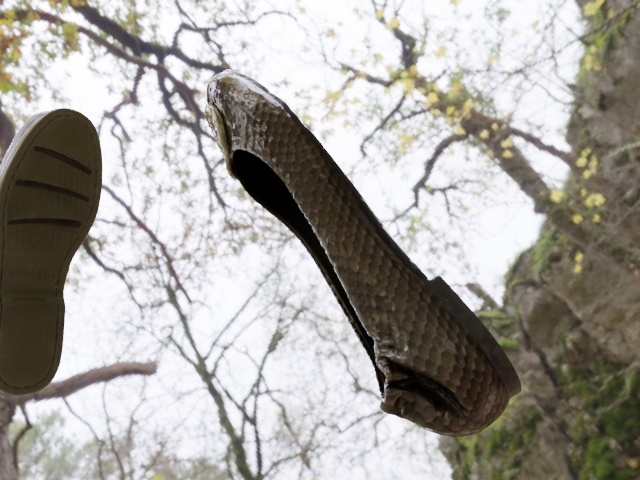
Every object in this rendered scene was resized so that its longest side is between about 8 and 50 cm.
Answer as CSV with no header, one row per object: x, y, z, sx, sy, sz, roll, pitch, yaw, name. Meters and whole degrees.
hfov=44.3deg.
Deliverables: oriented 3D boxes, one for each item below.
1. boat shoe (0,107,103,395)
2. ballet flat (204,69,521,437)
-0.318,0.005,0.841,0.113,0.103,0.302,17,-97,-42,boat shoe
0.000,0.000,0.404,0.058,0.250,0.084,-37,-28,-6,ballet flat
